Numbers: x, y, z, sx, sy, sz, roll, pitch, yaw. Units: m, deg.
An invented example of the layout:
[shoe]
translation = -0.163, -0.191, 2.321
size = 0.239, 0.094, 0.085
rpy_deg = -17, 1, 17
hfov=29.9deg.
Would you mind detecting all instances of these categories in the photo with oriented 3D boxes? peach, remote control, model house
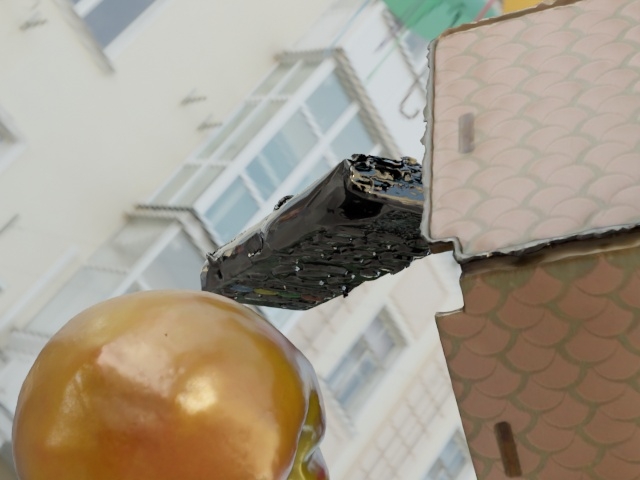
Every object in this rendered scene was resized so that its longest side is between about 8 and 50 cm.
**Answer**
[peach]
translation = -0.062, 0.084, 0.504
size = 0.138, 0.138, 0.138
rpy_deg = 29, -30, 19
[remote control]
translation = 0.000, 0.000, 1.061
size = 0.144, 0.062, 0.399
rpy_deg = 10, -16, -21
[model house]
translation = 0.148, 0.005, 0.558
size = 0.169, 0.326, 0.244
rpy_deg = -8, -13, 19
